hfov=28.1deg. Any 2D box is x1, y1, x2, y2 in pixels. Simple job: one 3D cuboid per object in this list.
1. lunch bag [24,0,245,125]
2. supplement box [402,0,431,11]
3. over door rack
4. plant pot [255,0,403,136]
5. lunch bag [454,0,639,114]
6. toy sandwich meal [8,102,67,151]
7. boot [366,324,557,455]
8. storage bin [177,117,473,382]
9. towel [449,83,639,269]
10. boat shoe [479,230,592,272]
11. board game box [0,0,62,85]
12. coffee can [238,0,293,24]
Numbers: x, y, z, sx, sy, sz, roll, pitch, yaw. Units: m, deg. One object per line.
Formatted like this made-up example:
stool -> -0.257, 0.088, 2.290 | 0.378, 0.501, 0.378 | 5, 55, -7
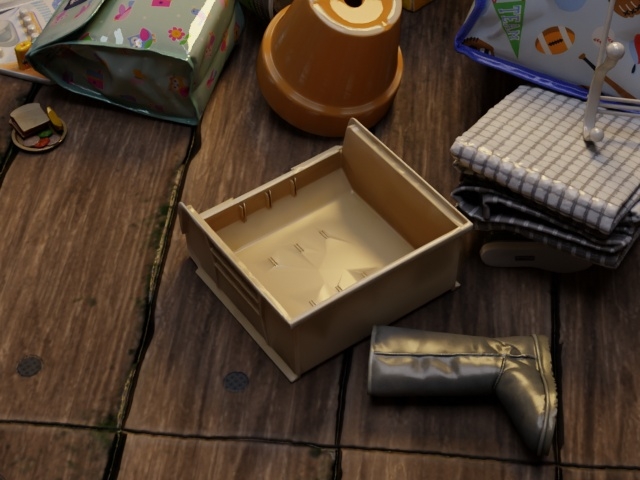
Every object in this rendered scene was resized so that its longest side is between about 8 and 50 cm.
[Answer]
lunch bag -> -0.266, -0.307, 1.840 | 0.262, 0.160, 0.223 | 13, 53, 11
supplement box -> 0.207, -0.554, 2.037 | 0.357, 0.194, 0.195 | -34, 55, -27
over door rack -> 0.453, -0.263, 1.521 | 0.240, 0.324, 0.108 | 5, 14, -4
plant pot -> 0.027, -0.276, 1.749 | 0.205, 0.188, 0.205 | 6, 62, -11
lunch bag -> 0.419, -0.327, 1.755 | 0.386, 0.238, 0.328 | 24, 32, 7
toy sandwich meal -> -0.397, -0.160, 1.798 | 0.086, 0.029, 0.085 | -1, 47, 1
boot -> 0.157, 0.165, 1.453 | 0.209, 0.076, 0.189 | 6, 33, -2
storage bin -> 0.000, 0.000, 1.577 | 0.262, 0.123, 0.260 | -28, 53, -22
towel -> 0.310, -0.080, 1.620 | 0.235, 0.121, 0.284 | 23, 35, 19
boat shoe -> 0.273, 0.009, 1.613 | 0.142, 0.049, 0.040 | 3, 47, 7
board game box -> -0.497, -0.422, 2.031 | 0.390, 0.050, 0.390 | 15, 50, 15
coffee can -> -0.075, -0.450, 1.942 | 0.202, 0.201, 0.275 | -31, 54, -25
